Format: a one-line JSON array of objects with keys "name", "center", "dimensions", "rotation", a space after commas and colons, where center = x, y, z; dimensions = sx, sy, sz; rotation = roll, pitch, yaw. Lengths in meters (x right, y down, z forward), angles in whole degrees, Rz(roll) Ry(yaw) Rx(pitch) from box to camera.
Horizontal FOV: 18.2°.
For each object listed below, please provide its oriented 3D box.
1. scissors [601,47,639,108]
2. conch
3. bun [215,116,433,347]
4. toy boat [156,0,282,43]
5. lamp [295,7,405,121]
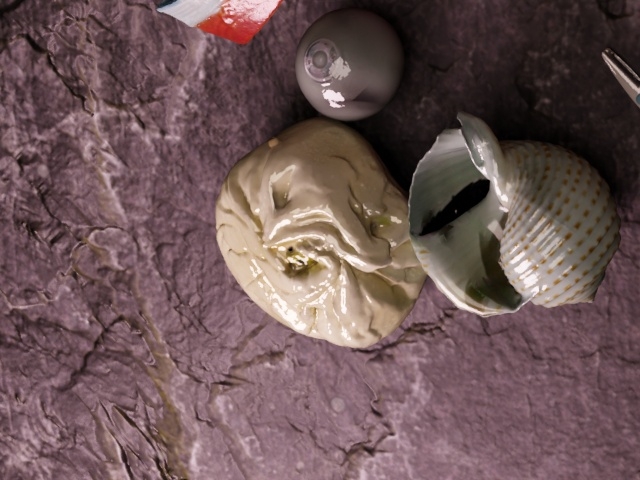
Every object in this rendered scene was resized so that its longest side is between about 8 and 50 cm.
[{"name": "scissors", "center": [0.293, -0.125, 1.804], "dimensions": [0.058, 0.014, 0.119], "rotation": [-39, 94, 28]}, {"name": "conch", "center": [0.184, -0.024, 1.824], "dimensions": [0.172, 0.131, 0.200], "rotation": [-34, 76, 36]}, {"name": "bun", "center": [0.000, 0.000, 1.902], "dimensions": [0.229, 0.145, 0.229], "rotation": [7, 112, 17]}, {"name": "toy boat", "center": [-0.042, -0.311, 1.795], "dimensions": [0.133, 0.145, 0.332], "rotation": [36, 123, -7]}, {"name": "lamp", "center": [0.027, -0.163, 1.850], "dimensions": [0.105, 0.105, 0.105], "rotation": [8, 111, 20]}]
